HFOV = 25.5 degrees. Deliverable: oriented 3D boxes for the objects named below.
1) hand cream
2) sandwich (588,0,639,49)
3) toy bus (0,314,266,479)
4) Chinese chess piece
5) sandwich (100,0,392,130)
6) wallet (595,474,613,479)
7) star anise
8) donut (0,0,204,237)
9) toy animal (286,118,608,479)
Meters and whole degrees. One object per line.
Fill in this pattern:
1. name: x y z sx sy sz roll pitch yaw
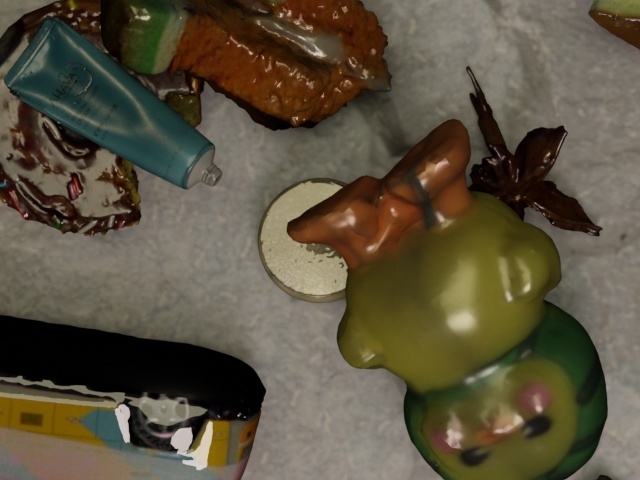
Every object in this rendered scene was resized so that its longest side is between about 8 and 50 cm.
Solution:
1. hand cream: -0.184 -0.118 1.301 0.224 0.048 0.083 33 89 9
2. sandwich: 0.387 -0.221 1.351 0.258 0.096 0.094 10 79 5
3. toy bus: -0.251 0.175 1.303 0.387 0.171 0.162 9 104 -3
4. Chinese chess piece: 0.000 0.000 1.371 0.122 0.051 0.122 0 86 4
5. sandwich: -0.053 -0.227 1.317 0.301 0.162 0.250 30 42 -18
6. wallet: 0.338 0.375 1.322 0.310 0.042 0.165 37 86 4
7. star anise: 0.183 -0.077 1.373 0.158 0.144 0.140 -9 129 9
8. donut: -0.227 -0.118 1.370 0.216 0.096 0.230 15 85 5
9. toy animal: 0.132 0.071 1.282 0.216 0.191 0.338 -28 100 19
